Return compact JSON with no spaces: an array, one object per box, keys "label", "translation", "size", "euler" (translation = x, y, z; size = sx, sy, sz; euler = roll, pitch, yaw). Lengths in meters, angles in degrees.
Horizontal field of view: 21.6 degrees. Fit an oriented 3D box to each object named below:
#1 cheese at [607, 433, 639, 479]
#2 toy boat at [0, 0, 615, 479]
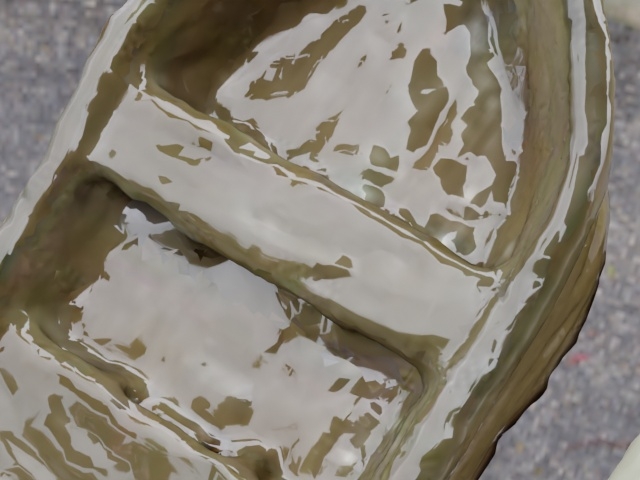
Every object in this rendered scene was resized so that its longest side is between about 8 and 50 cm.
[{"label":"cheese","translation":[0.169,0.120,0.541],"size":[0.248,0.173,0.251],"euler":[-23,35,-12]},{"label":"toy boat","translation":[0.000,0.000,0.363],"size":[0.116,0.188,0.061],"euler":[31,0,23]}]
